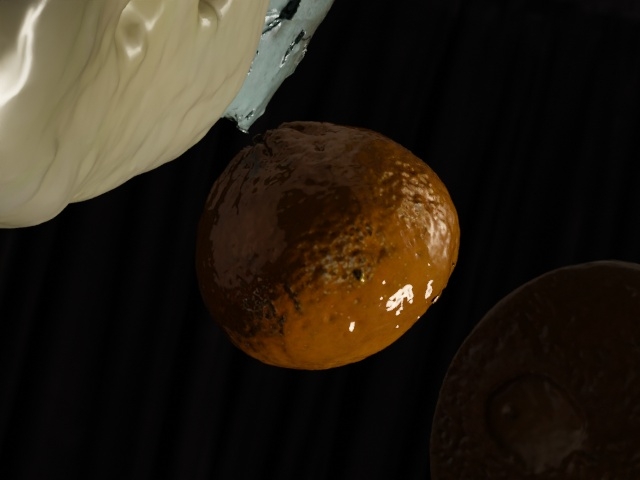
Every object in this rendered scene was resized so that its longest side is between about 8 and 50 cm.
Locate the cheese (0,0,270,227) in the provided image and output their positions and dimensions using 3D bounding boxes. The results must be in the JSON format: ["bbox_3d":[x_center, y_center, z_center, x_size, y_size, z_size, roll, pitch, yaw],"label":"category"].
[{"bbox_3d":[-0.091,-0.096,0.568,0.248,0.174,0.251,-9,-161,-39],"label":"cheese"}]

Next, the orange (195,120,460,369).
[{"bbox_3d":[-0.001,0.001,0.949,0.117,0.135,0.135,41,152,-12],"label":"orange"}]

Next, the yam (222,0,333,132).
[{"bbox_3d":[-0.071,-0.268,1.546,0.241,0.348,0.241,33,172,5],"label":"yam"}]

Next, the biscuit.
[{"bbox_3d":[0.156,0.107,1.057,0.208,0.181,0.049,-46,157,26],"label":"biscuit"}]
